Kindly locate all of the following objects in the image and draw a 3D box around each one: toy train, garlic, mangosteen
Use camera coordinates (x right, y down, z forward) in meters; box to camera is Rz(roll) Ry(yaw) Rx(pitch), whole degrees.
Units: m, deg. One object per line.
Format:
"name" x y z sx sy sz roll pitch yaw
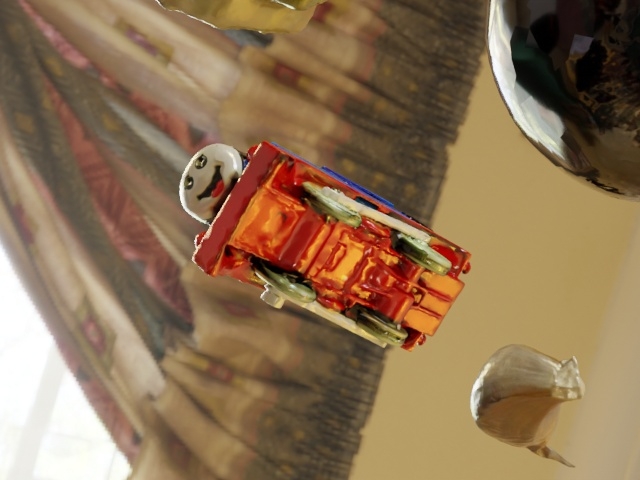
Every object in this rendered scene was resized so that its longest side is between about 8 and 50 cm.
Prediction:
"toy train" 0.000 0.000 0.722 0.131 0.204 0.082 38 -81 45
"garlic" 0.241 0.199 1.347 0.090 0.129 0.198 -58 155 -36
"mangosteen" 0.292 -0.187 0.968 0.306 0.307 0.347 -61 -179 16

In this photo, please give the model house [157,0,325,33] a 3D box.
"model house" -0.046 -0.230 0.579 0.234 0.175 0.193 40 -67 22
